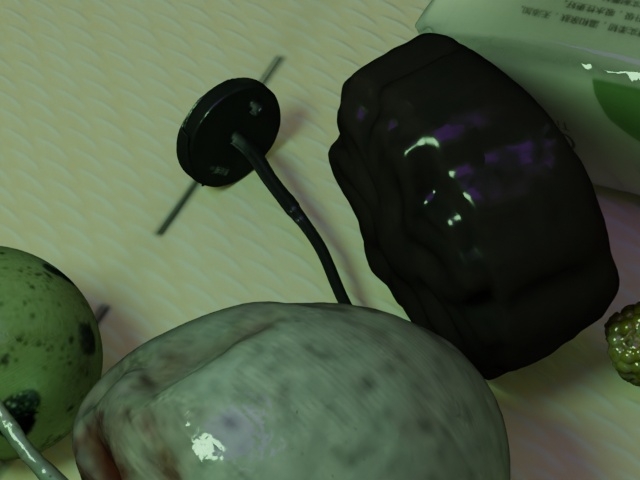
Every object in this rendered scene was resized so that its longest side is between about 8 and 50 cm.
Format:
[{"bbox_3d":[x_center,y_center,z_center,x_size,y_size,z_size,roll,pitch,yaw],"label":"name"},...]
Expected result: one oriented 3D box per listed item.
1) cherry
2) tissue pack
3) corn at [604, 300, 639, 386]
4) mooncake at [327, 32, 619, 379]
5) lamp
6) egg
[{"bbox_3d":[-0.019,0.175,1.152,0.335,0.326,0.291,-30,59,-11],"label":"cherry"},{"bbox_3d":[0.299,-0.182,1.455,0.357,0.194,0.266,18,58,27],"label":"tissue pack"},{"bbox_3d":[0.391,0.071,1.295,0.320,0.097,0.097,-6,50,10],"label":"corn"},{"bbox_3d":[0.110,-0.024,1.322,0.141,0.283,0.283,-30,51,-15],"label":"mooncake"},{"bbox_3d":[-0.023,0.021,1.463,0.108,0.130,0.371,-46,60,32],"label":"lamp"},{"bbox_3d":[-0.282,0.089,1.387,0.177,0.177,0.228,-29,34,-11],"label":"egg"}]
